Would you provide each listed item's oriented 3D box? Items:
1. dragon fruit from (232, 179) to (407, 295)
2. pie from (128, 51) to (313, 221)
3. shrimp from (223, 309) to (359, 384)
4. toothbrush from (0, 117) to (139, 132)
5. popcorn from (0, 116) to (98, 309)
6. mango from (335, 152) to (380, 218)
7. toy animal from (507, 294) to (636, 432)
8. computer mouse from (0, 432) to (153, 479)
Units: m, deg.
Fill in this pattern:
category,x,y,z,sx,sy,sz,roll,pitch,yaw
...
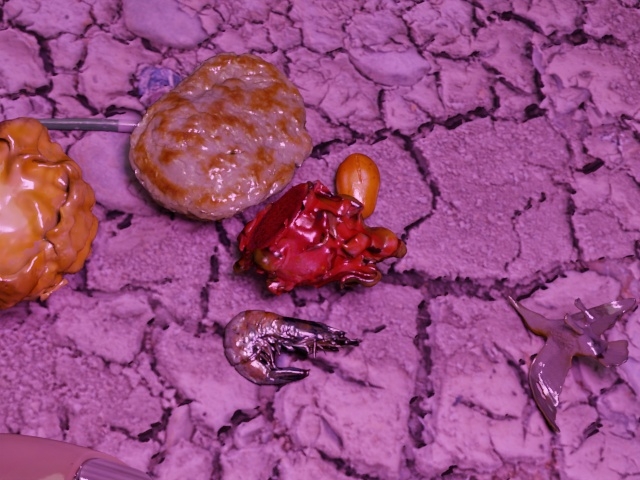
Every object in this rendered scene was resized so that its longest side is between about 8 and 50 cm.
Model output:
category,x,y,z,sx,sy,sz,roll,pitch,yaw
dragon fruit,0.000,0.000,1.395,0.207,0.150,0.133,7,54,5
pie,-0.116,-0.120,1.468,0.201,0.090,0.248,37,61,13
shrimp,-0.035,0.131,1.395,0.161,0.034,0.091,5,74,-2
toothbrush,-0.356,-0.146,1.476,0.257,0.018,0.024,0,57,-11
popcorn,-0.372,-0.035,1.321,0.250,0.190,0.250,9,59,-14
mango,0.049,-0.069,1.503,0.060,0.046,0.089,-3,68,-14
toy animal,0.304,0.104,1.440,0.155,0.095,0.219,43,62,7
computer mouse,-0.296,0.281,1.233,0.236,0.082,0.145,14,61,-3
